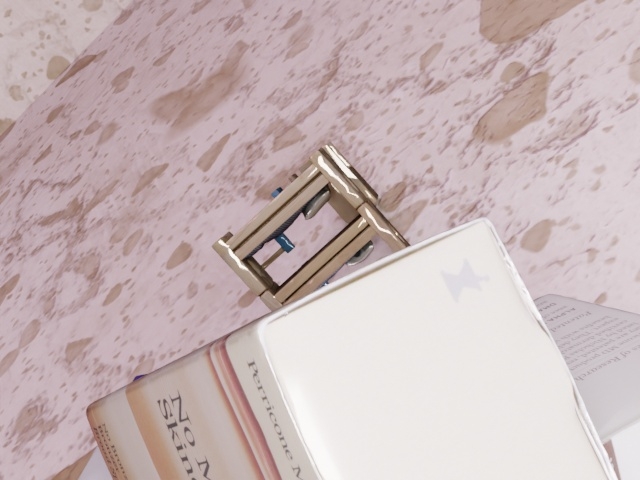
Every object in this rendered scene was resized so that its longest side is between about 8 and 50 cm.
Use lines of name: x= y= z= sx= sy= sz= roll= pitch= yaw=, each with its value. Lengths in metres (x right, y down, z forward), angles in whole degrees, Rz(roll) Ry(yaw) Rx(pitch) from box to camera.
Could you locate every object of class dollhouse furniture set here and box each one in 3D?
dollhouse furniture set: x=0.000 y=0.000 z=1.274 sx=0.129 sy=0.129 sz=0.183 roll=-42 pitch=2 yaw=7

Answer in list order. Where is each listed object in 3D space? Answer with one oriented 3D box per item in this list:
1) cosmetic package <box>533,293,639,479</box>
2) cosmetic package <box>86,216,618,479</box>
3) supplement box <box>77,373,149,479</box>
cosmetic package: x=0.145 y=0.136 z=0.754 sx=0.151 sy=0.151 sz=0.184 roll=-24 pitch=19 yaw=-26
cosmetic package: x=-0.003 y=0.108 z=0.688 sx=0.129 sy=0.153 sz=0.296 roll=-23 pitch=-4 yaw=-27
supplement box: x=-0.044 y=0.194 z=0.913 sx=0.111 sy=0.220 sz=0.114 roll=-14 pitch=41 yaw=48
